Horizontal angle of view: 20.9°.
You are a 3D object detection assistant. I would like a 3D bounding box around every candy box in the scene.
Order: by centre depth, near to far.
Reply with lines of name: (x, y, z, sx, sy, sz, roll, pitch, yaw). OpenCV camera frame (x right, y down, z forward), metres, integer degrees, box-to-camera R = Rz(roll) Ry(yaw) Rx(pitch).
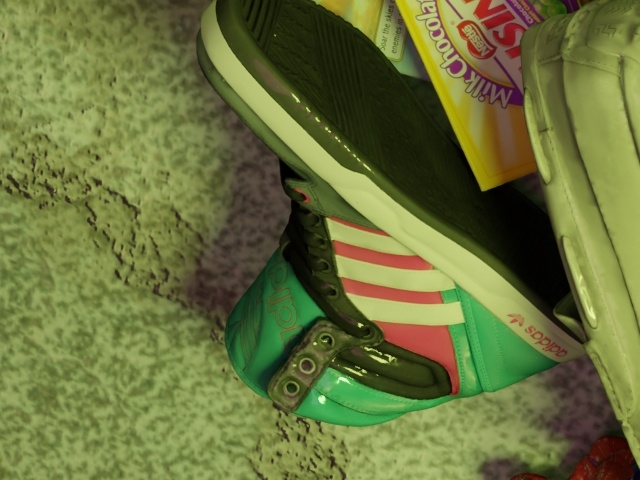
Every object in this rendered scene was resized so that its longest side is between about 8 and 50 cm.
candy box: (0.087, -0.134, 0.871, 0.105, 0.027, 0.205, -20, 103, 26)

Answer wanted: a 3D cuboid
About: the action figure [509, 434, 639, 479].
action figure: (0.230, 0.173, 0.952, 0.280, 0.139, 0.091, 7, 111, 20)

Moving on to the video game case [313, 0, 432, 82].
video game case: (0.102, -0.208, 0.887, 0.244, 0.061, 0.269, 17, 115, 11)

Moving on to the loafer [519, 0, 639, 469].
loafer: (0.174, 0.034, 0.849, 0.111, 0.112, 0.319, 4, 114, 49)

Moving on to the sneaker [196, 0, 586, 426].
sneaker: (0.000, 0.000, 0.943, 0.178, 0.123, 0.295, -33, 121, 28)
